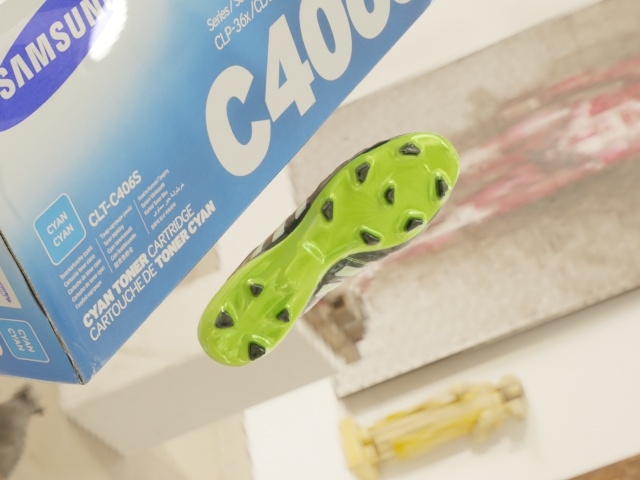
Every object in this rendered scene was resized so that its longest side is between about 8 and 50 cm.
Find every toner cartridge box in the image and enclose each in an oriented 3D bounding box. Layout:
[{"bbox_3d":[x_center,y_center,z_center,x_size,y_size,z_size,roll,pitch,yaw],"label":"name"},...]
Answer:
[{"bbox_3d":[-0.067,-0.106,0.695,0.348,0.075,0.165,-51,130,-39],"label":"toner cartridge box"}]

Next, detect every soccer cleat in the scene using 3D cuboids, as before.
[{"bbox_3d":[0.000,0.000,0.812,0.060,0.179,0.072,51,-6,-14],"label":"soccer cleat"}]
